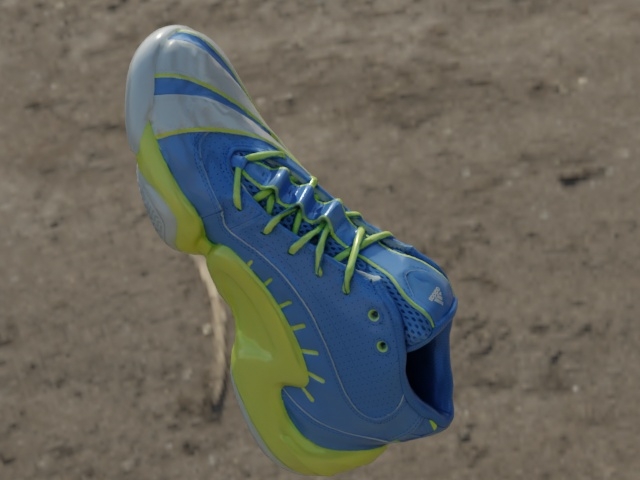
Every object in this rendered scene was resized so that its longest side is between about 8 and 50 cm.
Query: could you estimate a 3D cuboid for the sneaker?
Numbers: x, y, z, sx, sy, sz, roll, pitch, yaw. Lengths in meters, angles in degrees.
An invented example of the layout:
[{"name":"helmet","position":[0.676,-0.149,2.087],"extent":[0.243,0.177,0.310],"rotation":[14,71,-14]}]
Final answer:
[{"name":"sneaker","position":[0.000,0.000,0.685],"extent":[0.126,0.240,0.091],"rotation":[-10,22,32]}]
